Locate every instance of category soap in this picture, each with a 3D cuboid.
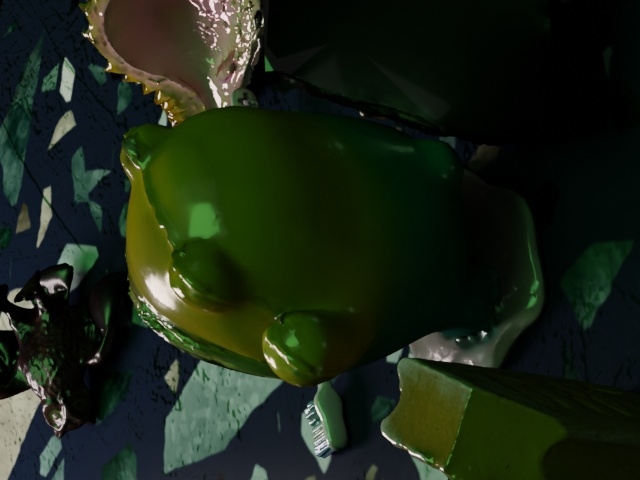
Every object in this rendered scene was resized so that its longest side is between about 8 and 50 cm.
[{"bbox_3d":[0.174,0.145,1.371,0.140,0.232,0.073,22,99,53],"label":"soap"}]

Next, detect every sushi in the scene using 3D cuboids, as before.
[{"bbox_3d":[0.081,-0.179,1.587,0.227,0.212,0.215,-3,83,9],"label":"sushi"}]

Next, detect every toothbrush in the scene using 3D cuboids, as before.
[{"bbox_3d":[-0.030,0.020,1.804,0.040,0.040,0.386,-35,61,42],"label":"toothbrush"}]

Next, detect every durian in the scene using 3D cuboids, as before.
[{"bbox_3d":[-0.143,-0.244,1.919,0.305,0.186,0.195,92,177,-52],"label":"durian"}]

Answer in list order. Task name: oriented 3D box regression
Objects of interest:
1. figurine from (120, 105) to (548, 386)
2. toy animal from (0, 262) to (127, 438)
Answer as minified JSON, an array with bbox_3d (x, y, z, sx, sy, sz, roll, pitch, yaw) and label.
[{"bbox_3d":[0.000,0.000,1.539,0.231,0.340,0.323,-54,46,28],"label":"figurine"},{"bbox_3d":[-0.287,0.119,2.093,0.218,0.116,0.179,-22,90,17],"label":"toy animal"}]
